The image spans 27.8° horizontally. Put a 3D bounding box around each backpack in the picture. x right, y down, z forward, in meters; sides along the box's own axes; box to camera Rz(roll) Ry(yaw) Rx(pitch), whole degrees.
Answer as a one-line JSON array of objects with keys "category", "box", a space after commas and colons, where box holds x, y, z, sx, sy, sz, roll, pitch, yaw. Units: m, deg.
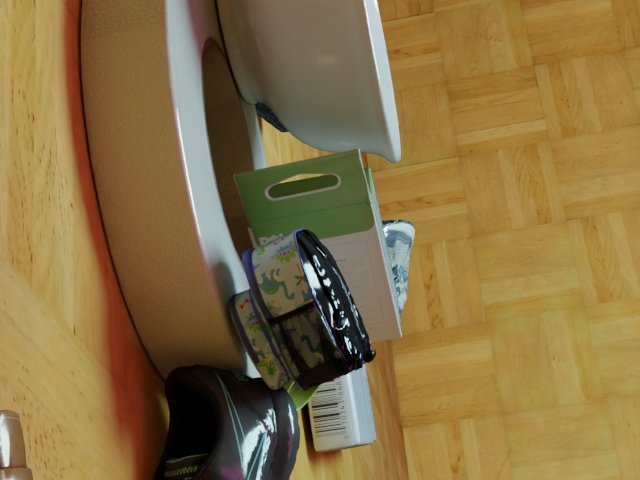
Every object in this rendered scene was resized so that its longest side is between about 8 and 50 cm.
[{"category": "backpack", "box": [-0.020, 0.054, 0.971, 0.105, 0.084, 0.114, 0, 68, -81]}]

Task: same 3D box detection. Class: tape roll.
[{"category": "tape roll", "box": [-0.106, -0.063, 1.098, 0.392, 0.072, 0.392, -10, 90, -83]}]

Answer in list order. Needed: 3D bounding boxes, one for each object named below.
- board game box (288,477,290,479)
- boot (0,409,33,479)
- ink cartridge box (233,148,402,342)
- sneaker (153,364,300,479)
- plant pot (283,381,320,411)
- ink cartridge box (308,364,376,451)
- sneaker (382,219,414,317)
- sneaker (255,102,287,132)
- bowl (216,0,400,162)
[{"category": "board game box", "box": [-0.058, 0.222, 1.271, 0.186, 0.026, 0.126, 68, 14, -61]}, {"category": "boot", "box": [-0.134, 0.153, 0.565, 0.197, 0.073, 0.152, 69, 8, -70]}, {"category": "ink cartridge box", "box": [0.000, 0.000, 1.125, 0.062, 0.109, 0.209, -92, 170, -52]}, {"category": "sneaker", "box": [-0.080, 0.215, 0.931, 0.106, 0.101, 0.267, 33, 46, -44]}, {"category": "plant pot", "box": [-0.043, 0.120, 1.288, 0.083, 0.079, 0.083, -45, 158, -25]}, {"category": "ink cartridge box", "box": [0.014, 0.133, 1.838, 0.330, 0.071, 0.324, 61, 20, -80]}, {"category": "sneaker", "box": [0.090, 0.055, 1.866, 0.283, 0.110, 0.122, 67, 17, -69]}, {"category": "sneaker", "box": [-0.074, -0.211, 1.658, 0.097, 0.084, 0.234, 57, -1, 17]}, {"category": "bowl", "box": [-0.016, -0.206, 1.187, 0.298, 0.134, 0.298, -10, 90, -84]}]
